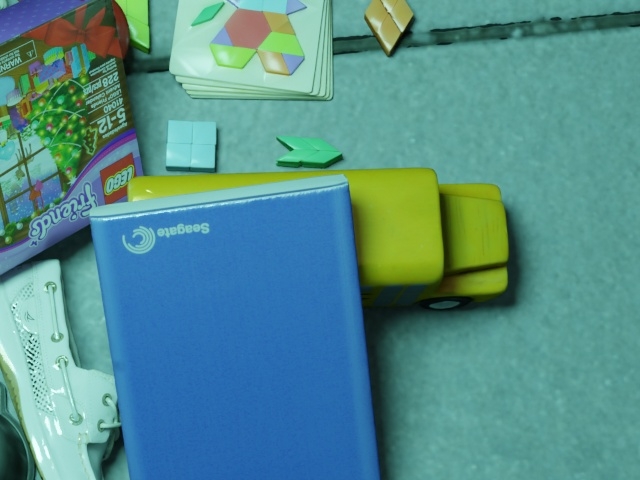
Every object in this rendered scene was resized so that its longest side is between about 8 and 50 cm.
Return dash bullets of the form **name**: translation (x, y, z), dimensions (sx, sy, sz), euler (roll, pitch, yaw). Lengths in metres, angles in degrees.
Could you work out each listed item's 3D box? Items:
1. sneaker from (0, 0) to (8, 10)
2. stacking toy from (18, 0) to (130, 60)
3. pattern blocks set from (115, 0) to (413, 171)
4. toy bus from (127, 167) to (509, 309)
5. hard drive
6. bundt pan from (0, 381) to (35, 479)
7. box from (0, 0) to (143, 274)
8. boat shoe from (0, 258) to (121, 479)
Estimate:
- **sneaker**: translation (-0.367, -0.233, 1.638), dimensions (0.152, 0.058, 0.085), euler (-14, 83, -13)
- **stacking toy**: translation (-0.260, -0.296, 1.629), dimensions (0.141, 0.141, 0.330), euler (-17, 81, -9)
- **pattern blocks set**: translation (-0.058, -0.220, 1.681), dimensions (0.285, 0.026, 0.325), euler (-7, 77, -7)
- **toy bus**: translation (0.000, 0.000, 1.575), dimensions (0.332, 0.130, 0.108), euler (-2, 76, -6)
- **hard drive**: translation (-0.064, 0.115, 1.501), dimensions (0.210, 0.040, 0.319), euler (-8, 107, -4)
- **bundt pan**: translation (-0.402, 0.207, 1.492), dimensions (0.330, 0.124, 0.331), euler (1, 75, -5)
- **box**: translation (-0.284, -0.070, 1.492), dimensions (0.293, 0.201, 0.057), euler (-33, 42, -33)
- **boat shoe**: translation (-0.209, 0.141, 1.538), dimensions (0.096, 0.098, 0.277), euler (-21, 77, -9)
